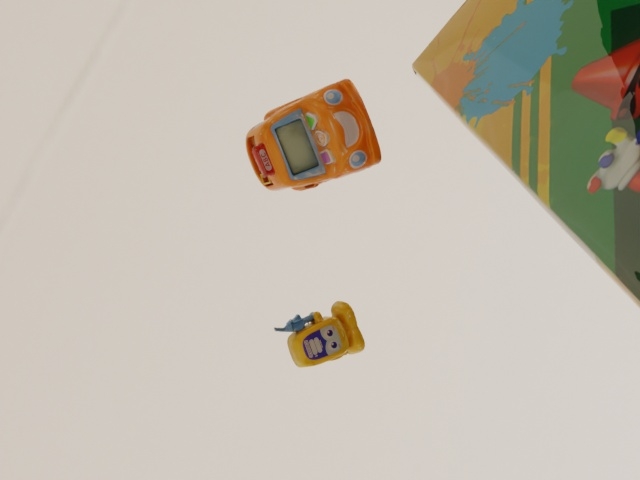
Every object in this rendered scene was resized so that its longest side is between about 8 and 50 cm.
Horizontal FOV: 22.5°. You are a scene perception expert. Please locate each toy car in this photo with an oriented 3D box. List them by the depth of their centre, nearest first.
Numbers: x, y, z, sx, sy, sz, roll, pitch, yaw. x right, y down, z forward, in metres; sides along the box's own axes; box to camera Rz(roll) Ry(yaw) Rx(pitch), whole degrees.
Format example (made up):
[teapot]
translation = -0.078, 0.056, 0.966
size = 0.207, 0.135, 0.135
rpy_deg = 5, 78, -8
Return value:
[toy car]
translation = 0.000, 0.000, 0.604
size = 0.040, 0.122, 0.060
rpy_deg = -23, -158, -29

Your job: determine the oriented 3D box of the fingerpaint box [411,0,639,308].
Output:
[fingerpaint box]
translation = 0.292, 0.043, 0.681
size = 0.445, 0.163, 0.371
rpy_deg = 36, -170, -23
